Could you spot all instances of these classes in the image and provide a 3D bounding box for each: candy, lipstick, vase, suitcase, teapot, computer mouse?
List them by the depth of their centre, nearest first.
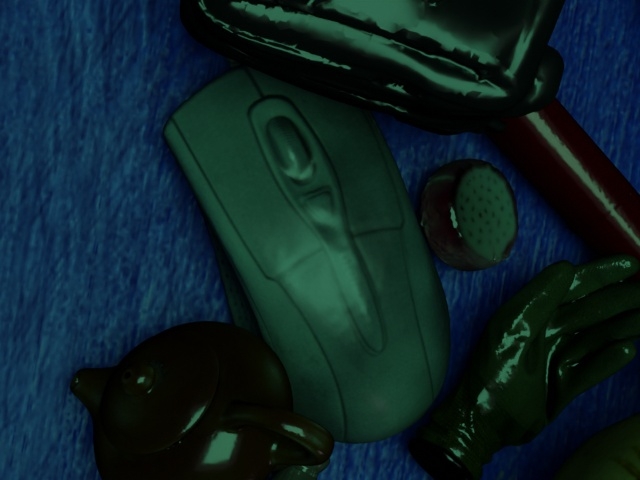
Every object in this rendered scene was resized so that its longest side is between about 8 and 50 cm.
[{"bbox_3d":[-0.101,0.141,1.203,0.135,0.252,0.178,42,61,-44],"label":"teapot"},{"bbox_3d":[0.062,-0.284,1.220,0.339,0.188,0.345,19,88,-6],"label":"suitcase"},{"bbox_3d":[0.000,0.000,1.290,0.188,0.122,0.371,-24,91,-14],"label":"computer mouse"},{"bbox_3d":[-0.028,0.229,1.304,0.053,0.053,0.101,26,79,-12],"label":"vase"},{"bbox_3d":[0.135,-0.023,1.340,0.103,0.043,0.103,10,75,-40],"label":"candy"},{"bbox_3d":[0.264,-0.026,1.376,0.073,0.073,0.280,-44,98,-11],"label":"lipstick"}]

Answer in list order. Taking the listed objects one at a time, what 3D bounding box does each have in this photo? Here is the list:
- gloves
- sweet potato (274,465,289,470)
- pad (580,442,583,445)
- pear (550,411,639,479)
[{"bbox_3d":[0.188,0.110,1.330,0.268,0.107,0.135,-40,123,-5],"label":"gloves"},{"bbox_3d":[-0.080,0.193,1.282,0.182,0.053,0.054,-27,122,10],"label":"sweet potato"},{"bbox_3d":[0.277,0.297,1.386,0.127,0.004,0.190,18,77,-18],"label":"pad"},{"bbox_3d":[0.304,0.298,1.239,0.309,0.309,0.309,0,88,-14],"label":"pear"}]
